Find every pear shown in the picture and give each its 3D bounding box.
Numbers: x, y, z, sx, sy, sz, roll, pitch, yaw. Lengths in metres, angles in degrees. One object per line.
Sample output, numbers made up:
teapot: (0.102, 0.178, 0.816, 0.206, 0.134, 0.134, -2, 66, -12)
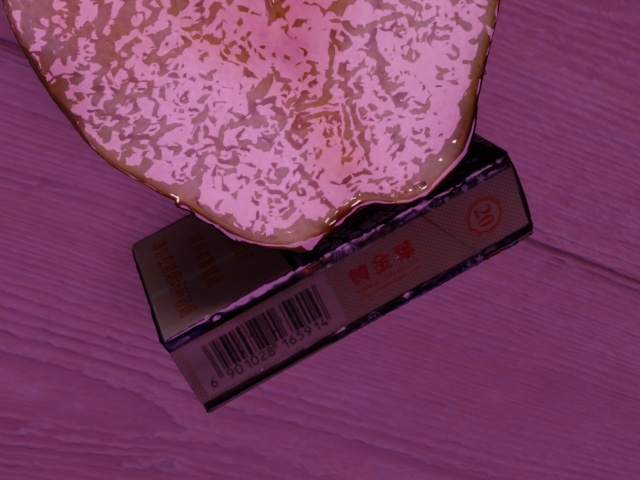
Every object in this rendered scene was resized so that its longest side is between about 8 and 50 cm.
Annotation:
pear: (-0.049, -0.199, 0.667, 0.340, 0.191, 0.386, -21, 105, -3)

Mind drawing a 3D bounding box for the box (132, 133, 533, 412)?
box: (0.000, 0.000, 0.774, 0.310, 0.198, 0.084, -29, 118, -6)
